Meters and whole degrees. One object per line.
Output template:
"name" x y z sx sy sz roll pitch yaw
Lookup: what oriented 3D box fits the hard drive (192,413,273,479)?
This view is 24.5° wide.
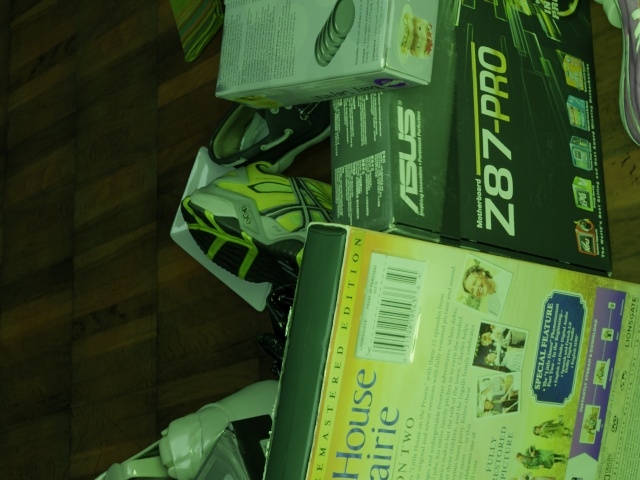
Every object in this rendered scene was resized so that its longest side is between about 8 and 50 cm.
"hard drive" -0.098 0.391 1.772 0.237 0.064 0.339 67 149 26

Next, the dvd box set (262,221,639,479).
"dvd box set" 0.141 0.164 1.326 0.062 0.420 0.307 8 89 52

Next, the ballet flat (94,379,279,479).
"ballet flat" -0.183 0.299 1.943 0.400 0.139 0.139 -37 54 41

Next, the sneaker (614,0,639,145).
"sneaker" 0.322 -0.218 1.362 0.161 0.102 0.282 -53 -46 -81

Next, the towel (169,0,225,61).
"towel" -0.202 -0.386 2.220 0.102 0.021 0.237 -46 48 35

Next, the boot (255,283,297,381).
"boot" -0.006 0.194 1.690 0.207 0.094 0.246 80 174 -53

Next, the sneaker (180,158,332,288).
"sneaker" 0.000 0.000 1.769 0.385 0.145 0.147 31 62 33

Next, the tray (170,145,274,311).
"tray" -0.114 -0.019 2.013 0.270 0.030 0.145 36 110 49

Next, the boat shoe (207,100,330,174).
"boat shoe" -0.048 -0.168 1.875 0.302 0.091 0.114 -47 45 48

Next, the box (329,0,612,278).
"box" 0.149 -0.161 1.479 0.097 0.318 0.394 -18 66 47

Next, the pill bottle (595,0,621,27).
"pill bottle" 0.300 -0.298 1.506 0.087 0.087 0.160 -42 51 38

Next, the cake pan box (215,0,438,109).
"cake pan box" 0.009 -0.264 1.369 0.246 0.070 0.266 -4 78 47
